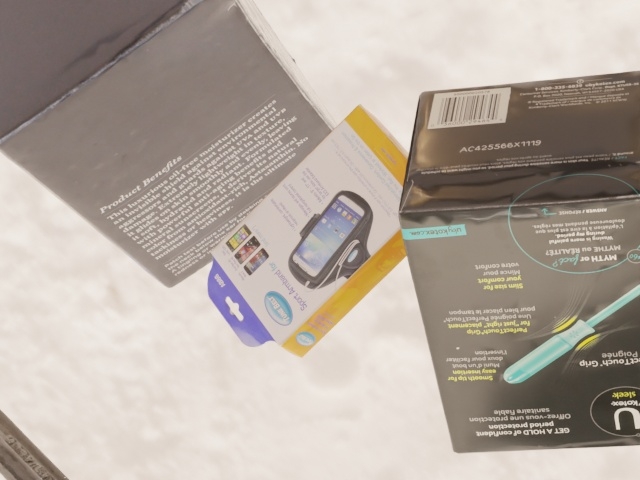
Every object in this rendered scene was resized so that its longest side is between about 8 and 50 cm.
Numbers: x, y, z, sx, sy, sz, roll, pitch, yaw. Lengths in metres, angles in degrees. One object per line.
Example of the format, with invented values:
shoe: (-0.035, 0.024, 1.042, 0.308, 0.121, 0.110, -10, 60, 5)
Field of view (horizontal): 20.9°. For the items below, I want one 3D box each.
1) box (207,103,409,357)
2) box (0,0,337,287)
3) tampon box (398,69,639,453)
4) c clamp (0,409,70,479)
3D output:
box: (0.000, 0.000, 0.956, 0.136, 0.028, 0.081, -45, 54, 10)
box: (-0.156, -0.166, 1.187, 0.183, 0.294, 0.296, -35, 65, 3)
tampon box: (0.115, 0.013, 0.862, 0.120, 0.161, 0.101, -4, 39, 15)
c clamp: (-0.143, 0.116, 0.723, 0.161, 0.137, 0.022, 45, 117, 19)
